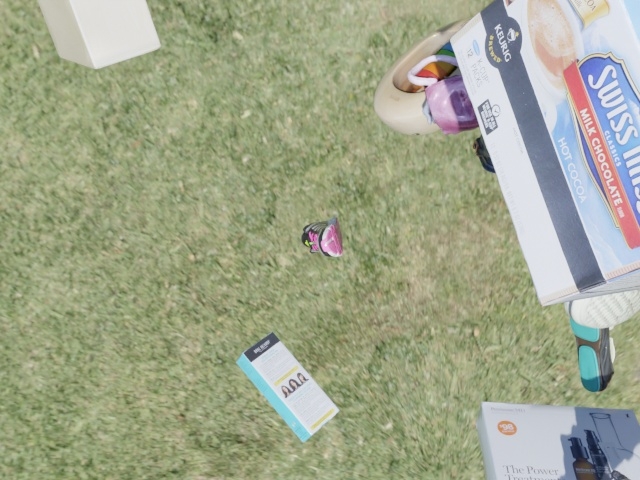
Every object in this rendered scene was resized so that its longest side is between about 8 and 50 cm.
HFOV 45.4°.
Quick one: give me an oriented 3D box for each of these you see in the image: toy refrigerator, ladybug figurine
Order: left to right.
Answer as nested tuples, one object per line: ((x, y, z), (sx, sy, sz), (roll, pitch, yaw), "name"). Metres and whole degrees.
((-0.293, -0.293, 0.996), (0.094, 0.102, 0.269), (-25, 24, -20), "toy refrigerator")
((0.349, -0.453, 2.155), (0.449, 0.162, 0.305), (-43, 42, -10), "ladybug figurine")

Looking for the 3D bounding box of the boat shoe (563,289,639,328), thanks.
((0.474, -0.024, 1.149), (0.156, 0.186, 0.500), (36, 45, 26), "boat shoe")

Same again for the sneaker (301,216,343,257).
((0.000, 0.000, 1.449), (0.075, 0.170, 0.063), (-16, 103, 7), "sneaker")

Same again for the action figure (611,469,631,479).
((0.565, 0.533, 1.286), (0.342, 0.330, 0.178), (-19, 94, -4), "action figure")

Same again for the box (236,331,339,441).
((-0.077, 0.338, 1.775), (0.101, 0.060, 0.244), (-33, 76, -37), "box")

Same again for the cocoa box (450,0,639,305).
((0.342, -0.131, 0.840), (0.232, 0.228, 0.347), (-7, 74, -31), "cocoa box")

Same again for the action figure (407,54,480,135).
((0.428, -0.346, 1.707), (0.370, 0.275, 0.248), (-7, 34, 48), "action figure")

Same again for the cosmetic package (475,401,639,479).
((0.571, 0.516, 1.770), (0.378, 0.097, 0.284), (3, 34, -1), "cosmetic package")

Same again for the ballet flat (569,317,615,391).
((0.665, 0.234, 1.857), (0.096, 0.280, 0.095), (-26, 26, -29), "ballet flat")

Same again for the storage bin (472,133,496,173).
((0.366, -0.207, 1.559), (0.098, 0.091, 0.135), (5, 33, -5), "storage bin")

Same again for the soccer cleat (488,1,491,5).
((0.380, -0.405, 1.304), (0.121, 0.093, 0.289), (50, 47, -4), "soccer cleat")
